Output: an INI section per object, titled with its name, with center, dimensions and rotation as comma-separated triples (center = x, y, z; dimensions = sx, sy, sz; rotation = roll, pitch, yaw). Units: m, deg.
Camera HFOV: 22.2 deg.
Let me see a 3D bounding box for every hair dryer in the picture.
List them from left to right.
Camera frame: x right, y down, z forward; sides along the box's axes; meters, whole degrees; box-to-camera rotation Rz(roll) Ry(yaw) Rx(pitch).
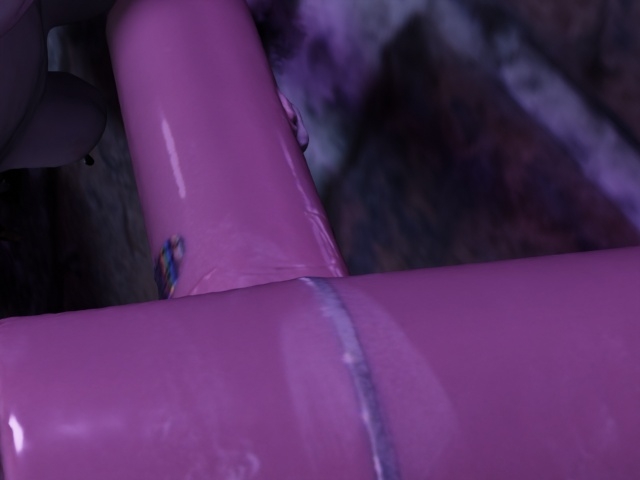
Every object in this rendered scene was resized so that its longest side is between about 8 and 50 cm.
[hair dryer]
center = 0.000, 0.000, 0.513
dimensions = 0.352, 0.210, 0.125
rotation = -109, 16, -49

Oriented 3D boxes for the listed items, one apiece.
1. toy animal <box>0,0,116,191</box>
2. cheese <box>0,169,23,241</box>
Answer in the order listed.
[toy animal]
center = -0.170, -0.128, 0.640
dimensions = 0.174, 0.249, 0.289
rotation = 24, 101, 6
[cheese]
center = -0.198, -0.024, 0.928
dimensions = 0.060, 0.041, 0.084
rotation = 50, 153, 35
